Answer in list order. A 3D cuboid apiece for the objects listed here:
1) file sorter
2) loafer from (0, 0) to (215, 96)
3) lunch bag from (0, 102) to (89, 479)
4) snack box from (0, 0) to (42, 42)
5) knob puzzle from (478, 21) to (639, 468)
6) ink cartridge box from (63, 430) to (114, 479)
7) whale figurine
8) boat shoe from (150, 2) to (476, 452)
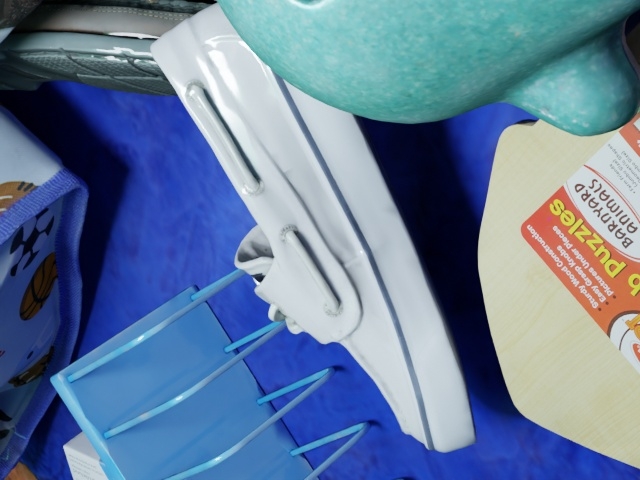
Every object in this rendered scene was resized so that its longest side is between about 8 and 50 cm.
[{"bbox_3d":[-0.048,0.111,0.829,0.104,0.118,0.170,-30,93,48],"label":"file sorter"},{"bbox_3d":[-0.134,-0.126,0.760,0.267,0.096,0.084,5,85,31],"label":"loafer"},{"bbox_3d":[-0.345,0.013,0.990,0.328,0.239,0.385,45,155,14],"label":"lunch bag"},{"bbox_3d":[-0.184,-0.189,0.667,0.322,0.060,0.187,-37,68,29],"label":"snack box"},{"bbox_3d":[0.148,0.020,0.612,0.213,0.030,0.213,17,119,33],"label":"knob puzzle"},{"bbox_3d":[-0.127,0.197,1.024,0.088,0.052,0.122,14,128,41],"label":"ink cartridge box"},{"bbox_3d":[0.069,-0.125,0.503,0.272,0.141,0.216,1,120,37],"label":"whale figurine"},{"bbox_3d":[0.000,0.000,0.688,0.095,0.084,0.258,-97,-17,-72],"label":"boat shoe"}]
